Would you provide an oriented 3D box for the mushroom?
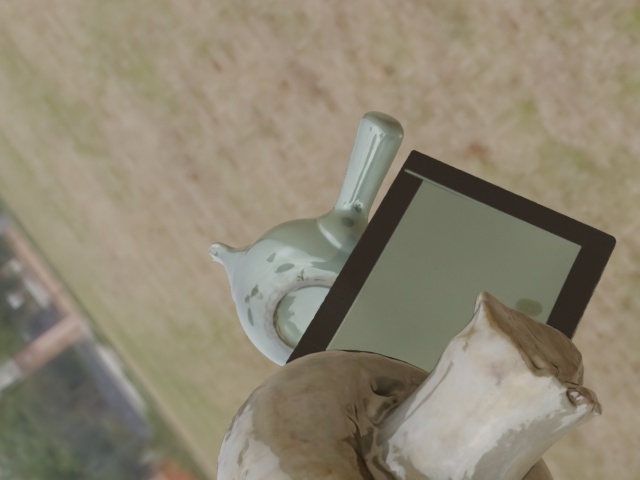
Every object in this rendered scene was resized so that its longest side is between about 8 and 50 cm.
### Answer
[{"bbox_3d":[0.075,0.178,1.356,0.297,0.290,0.297,26,-155,-13],"label":"mushroom"}]

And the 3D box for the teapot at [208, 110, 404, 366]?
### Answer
[{"bbox_3d":[0.031,0.019,2.223,0.220,0.318,0.149,42,-158,-22],"label":"teapot"}]

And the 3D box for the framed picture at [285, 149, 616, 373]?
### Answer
[{"bbox_3d":[0.149,0.068,1.984,0.265,0.347,0.016,24,145,9],"label":"framed picture"}]
